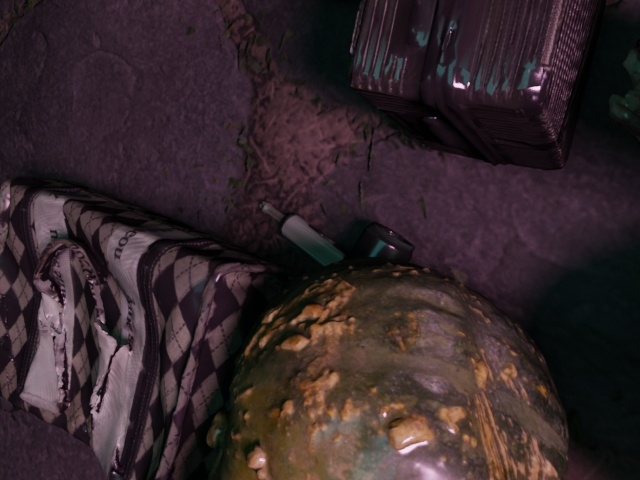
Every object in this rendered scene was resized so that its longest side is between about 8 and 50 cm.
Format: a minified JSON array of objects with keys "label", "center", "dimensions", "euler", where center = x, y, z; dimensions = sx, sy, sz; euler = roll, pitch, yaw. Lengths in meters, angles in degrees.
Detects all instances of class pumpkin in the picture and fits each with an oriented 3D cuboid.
[{"label":"pumpkin","center":[0.036,0.180,0.433],"dimensions":[0.257,0.291,0.328],"euler":[17,110,-2]}]

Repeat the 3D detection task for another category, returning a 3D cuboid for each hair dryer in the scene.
[{"label":"hair dryer","center":[0.000,0.000,0.605],"dimensions":[0.197,0.057,0.100],"euler":[35,100,31]}]

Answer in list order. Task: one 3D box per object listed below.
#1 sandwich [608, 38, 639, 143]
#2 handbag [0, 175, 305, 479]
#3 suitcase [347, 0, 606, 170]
[{"label":"sandwich","center":[0.318,-0.055,0.308],"dimensions":[0.262,0.325,0.131],"euler":[28,111,-7]},{"label":"handbag","center":[-0.240,0.118,0.653],"dimensions":[0.416,0.180,0.317],"euler":[20,97,35]},{"label":"suitcase","center":[0.155,-0.237,0.438],"dimensions":[0.152,0.229,0.335],"euler":[12,91,28]}]
